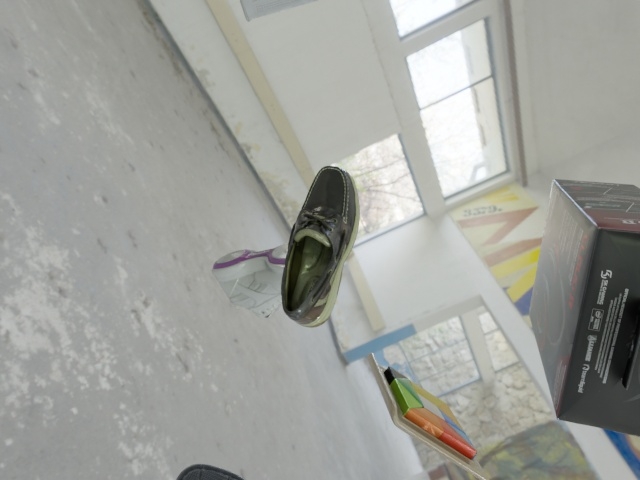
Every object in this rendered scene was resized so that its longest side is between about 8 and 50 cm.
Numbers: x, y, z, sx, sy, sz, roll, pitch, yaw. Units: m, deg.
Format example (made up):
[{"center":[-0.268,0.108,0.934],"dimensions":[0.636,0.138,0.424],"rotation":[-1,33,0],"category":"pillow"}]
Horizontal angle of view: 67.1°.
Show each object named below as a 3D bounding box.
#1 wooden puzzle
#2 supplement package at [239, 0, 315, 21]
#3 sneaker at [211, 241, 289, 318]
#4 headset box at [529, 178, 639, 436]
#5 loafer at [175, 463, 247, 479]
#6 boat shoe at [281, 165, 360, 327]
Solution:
[{"center":[0.196,0.319,0.893],"dimensions":[0.238,0.044,0.221],"rotation":[40,6,-12],"category":"wooden puzzle"},{"center":[-0.004,-0.320,0.373],"dimensions":[0.203,0.194,0.149],"rotation":[72,2,-76],"category":"supplement package"},{"center":[-0.088,0.086,1.018],"dimensions":[0.114,0.305,0.152],"rotation":[-40,116,-49],"category":"sneaker"},{"center":[0.332,0.061,0.565],"dimensions":[0.293,0.110,0.218],"rotation":[-47,141,-66],"category":"headset box"},{"center":[-0.106,0.462,0.754],"dimensions":[0.302,0.095,0.109],"rotation":[33,48,-3],"category":"loafer"},{"center":[-0.001,0.000,0.631],"dimensions":[0.073,0.080,0.224],"rotation":[43,58,-68],"category":"boat shoe"}]
